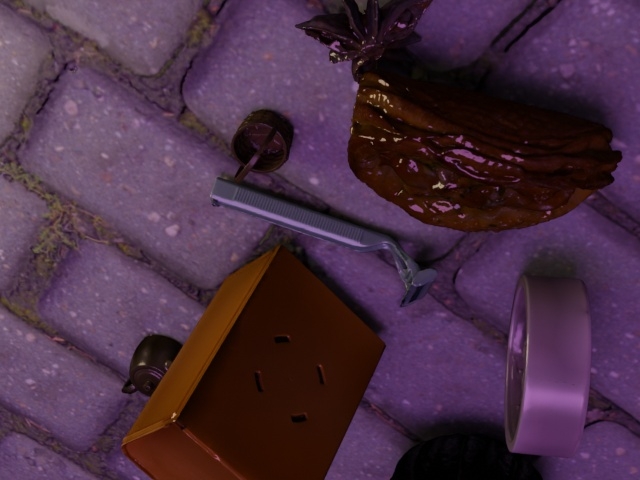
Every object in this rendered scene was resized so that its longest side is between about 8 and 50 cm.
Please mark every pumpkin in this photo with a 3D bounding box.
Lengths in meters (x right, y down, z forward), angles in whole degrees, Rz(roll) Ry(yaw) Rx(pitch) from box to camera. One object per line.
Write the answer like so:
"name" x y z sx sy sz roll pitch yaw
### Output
"pumpkin" 0.186 0.350 1.394 0.220 0.162 0.221 7 122 12

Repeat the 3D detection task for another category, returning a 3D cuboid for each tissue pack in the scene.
"tissue pack" -0.073 0.179 1.261 0.194 0.274 0.145 43 139 -15

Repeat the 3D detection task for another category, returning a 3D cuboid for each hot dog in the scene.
"hot dog" 0.158 -0.083 1.087 0.272 0.122 0.196 17 164 1

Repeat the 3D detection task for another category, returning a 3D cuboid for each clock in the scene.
"clock" 0.247 0.138 1.192 0.068 0.197 0.197 4 128 4

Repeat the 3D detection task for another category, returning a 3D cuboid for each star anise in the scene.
"star anise" 0.059 -0.212 1.079 0.129 0.056 0.124 -27 139 28

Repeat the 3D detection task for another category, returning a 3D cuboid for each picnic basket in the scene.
"picnic basket" -0.068 -0.097 1.185 0.072 0.083 0.072 9 127 12

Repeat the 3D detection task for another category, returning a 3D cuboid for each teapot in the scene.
"teapot" -0.226 0.179 1.454 0.121 0.068 0.076 -29 113 33

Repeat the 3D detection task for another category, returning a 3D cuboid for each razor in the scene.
"razor" 0.004 -0.010 1.254 0.277 0.056 0.111 26 165 5
